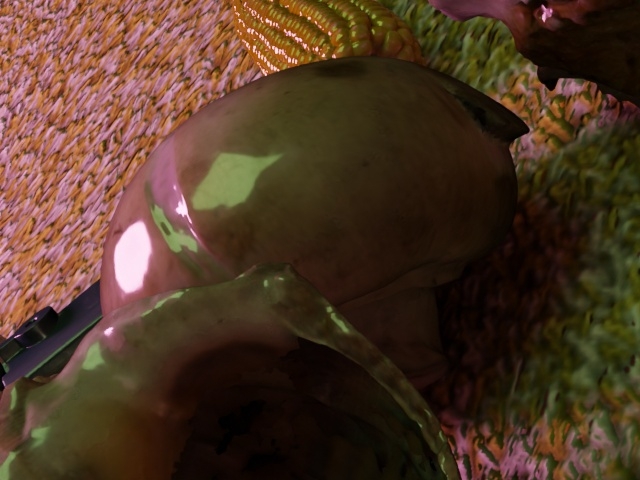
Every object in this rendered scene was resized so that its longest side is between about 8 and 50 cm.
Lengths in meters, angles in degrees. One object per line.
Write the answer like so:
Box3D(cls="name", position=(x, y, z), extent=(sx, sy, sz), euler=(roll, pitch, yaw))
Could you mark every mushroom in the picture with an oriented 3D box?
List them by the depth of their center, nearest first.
Box3D(cls="mushroom", position=(0.000, 0.000, 0.806), extent=(0.255, 0.255, 0.184), euler=(-30, 71, 31))

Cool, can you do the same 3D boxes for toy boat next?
Box3D(cls="toy boat", position=(-0.112, 0.052, 1.025), extent=(0.246, 0.103, 0.093), euler=(-39, 14, -7))

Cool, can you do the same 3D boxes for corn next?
Box3D(cls="corn", position=(-0.001, -0.141, 1.077), extent=(0.093, 0.093, 0.244), euler=(-48, 27, 3))

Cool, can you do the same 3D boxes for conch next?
Box3D(cls="conch", position=(-0.034, 0.151, 0.686), extent=(0.324, 0.186, 0.263), euler=(38, 106, 19))

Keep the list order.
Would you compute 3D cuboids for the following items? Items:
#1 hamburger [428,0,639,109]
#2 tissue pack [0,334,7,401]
Box3D(cls="hamburger", position=(0.217, -0.212, 0.762), extent=(0.318, 0.195, 0.277), euler=(-16, 45, 41))
Box3D(cls="tissue pack", position=(-0.382, 0.149, 1.198), extent=(0.246, 0.159, 0.136), euler=(-35, 31, 26))
